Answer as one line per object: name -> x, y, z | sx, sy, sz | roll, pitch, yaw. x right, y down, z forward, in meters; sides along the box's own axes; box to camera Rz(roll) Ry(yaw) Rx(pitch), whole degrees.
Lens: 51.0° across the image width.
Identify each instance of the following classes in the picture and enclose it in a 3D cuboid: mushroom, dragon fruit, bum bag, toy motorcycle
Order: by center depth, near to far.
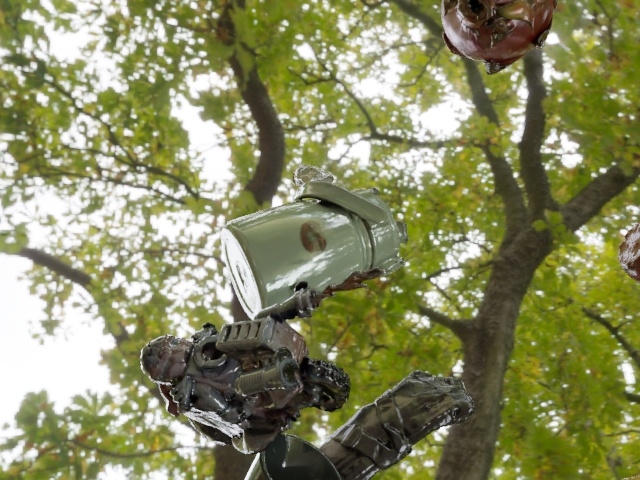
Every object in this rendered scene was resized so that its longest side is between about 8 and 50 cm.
toy motorcycle -> -0.074, 0.148, 0.794 | 0.400, 0.207, 0.134 | -28, -148, 40
bum bag -> 0.090, 0.320, 1.088 | 0.144, 0.340, 0.095 | 43, -16, 55
dragon fruit -> 0.369, -0.481, 1.403 | 0.250, 0.250, 0.315 | -45, -168, 41
mushroom -> -0.014, -0.145, 1.574 | 0.059, 0.054, 0.202 | -45, -160, -9

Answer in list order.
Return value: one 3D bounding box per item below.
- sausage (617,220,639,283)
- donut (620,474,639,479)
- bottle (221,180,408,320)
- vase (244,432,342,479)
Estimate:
sausage -> 0.419, 0.044, 0.727 | 0.076, 0.197, 0.076 | -61, -176, 7
donut -> 0.353, 0.317, 0.670 | 0.190, 0.174, 0.075 | -100, 171, -55
bottle -> 0.000, 0.000, 1.301 | 0.229, 0.351, 0.229 | 53, -24, 37
vase -> -0.082, 0.442, 0.908 | 0.301, 0.156, 0.251 | -58, -153, 3
